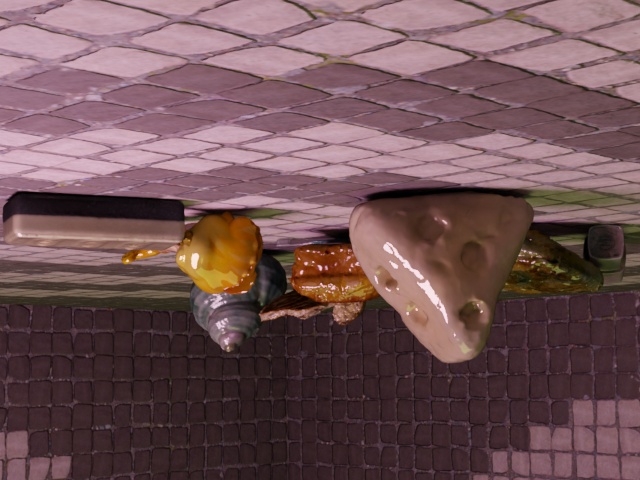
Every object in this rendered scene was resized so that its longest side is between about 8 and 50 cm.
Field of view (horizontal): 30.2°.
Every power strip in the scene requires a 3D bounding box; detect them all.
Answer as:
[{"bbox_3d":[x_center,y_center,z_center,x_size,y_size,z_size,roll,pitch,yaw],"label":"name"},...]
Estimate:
[{"bbox_3d":[-0.320,-0.024,1.707,0.256,0.070,0.105,1,174,-23],"label":"power strip"}]

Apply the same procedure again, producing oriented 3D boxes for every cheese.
[{"bbox_3d":[0.153,0.035,1.693,0.247,0.251,0.173,16,171,-5],"label":"cheese"}]

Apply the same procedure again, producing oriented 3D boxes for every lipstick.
[{"bbox_3d":[0.517,0.023,2.164,0.077,0.079,0.253,-1,169,13],"label":"lipstick"}]

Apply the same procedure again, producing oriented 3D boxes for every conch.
[{"bbox_3d":[-0.168,0.113,2.401,0.195,0.277,0.220,17,131,-12],"label":"conch"}]

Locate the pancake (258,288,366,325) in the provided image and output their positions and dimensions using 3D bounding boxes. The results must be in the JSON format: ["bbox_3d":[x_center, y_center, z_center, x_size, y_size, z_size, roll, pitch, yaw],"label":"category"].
[{"bbox_3d":[0.008,0.124,2.319,0.212,0.056,0.257,-6,-168,29],"label":"pancake"}]

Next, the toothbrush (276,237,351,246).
[{"bbox_3d":[0.000,0.000,2.189,0.167,0.014,0.011,-4,175,9],"label":"toothbrush"}]

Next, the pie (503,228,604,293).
[{"bbox_3d":[0.368,0.048,2.112,0.277,0.079,0.277,18,167,4],"label":"pie"}]

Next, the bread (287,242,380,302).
[{"bbox_3d":[0.077,0.056,2.189,0.185,0.109,0.380,-5,178,21],"label":"bread"}]

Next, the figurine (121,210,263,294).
[{"bbox_3d":[-0.195,0.011,1.854,0.246,0.131,0.156,12,-176,34],"label":"figurine"}]
